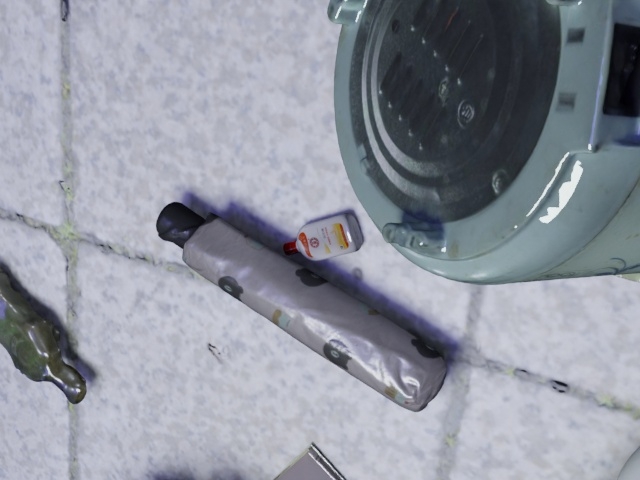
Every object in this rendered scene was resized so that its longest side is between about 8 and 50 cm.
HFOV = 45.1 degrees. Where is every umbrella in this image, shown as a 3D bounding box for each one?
[{"bbox_3d":[-0.027,0.057,0.769,0.337,0.067,0.073,32,161,16],"label":"umbrella"}]

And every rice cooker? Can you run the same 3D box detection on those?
[{"bbox_3d":[0.174,-0.098,0.489,0.317,0.317,0.264,6,97,27],"label":"rice cooker"}]

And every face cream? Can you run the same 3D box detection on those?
[{"bbox_3d":[0.000,0.000,0.764,0.083,0.021,0.040,-16,97,32],"label":"face cream"}]

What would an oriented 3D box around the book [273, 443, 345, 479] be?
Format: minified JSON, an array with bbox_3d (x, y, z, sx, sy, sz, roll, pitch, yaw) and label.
[{"bbox_3d":[0.015,0.330,0.868,0.181,0.014,0.127,46,121,8],"label":"book"}]

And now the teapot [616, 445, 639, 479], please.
[{"bbox_3d":[0.319,0.293,0.569,0.280,0.252,0.424,-20,97,8],"label":"teapot"}]

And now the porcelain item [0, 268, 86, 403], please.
[{"bbox_3d":[-0.370,0.122,0.973,0.216,0.069,0.081,39,108,13],"label":"porcelain item"}]
